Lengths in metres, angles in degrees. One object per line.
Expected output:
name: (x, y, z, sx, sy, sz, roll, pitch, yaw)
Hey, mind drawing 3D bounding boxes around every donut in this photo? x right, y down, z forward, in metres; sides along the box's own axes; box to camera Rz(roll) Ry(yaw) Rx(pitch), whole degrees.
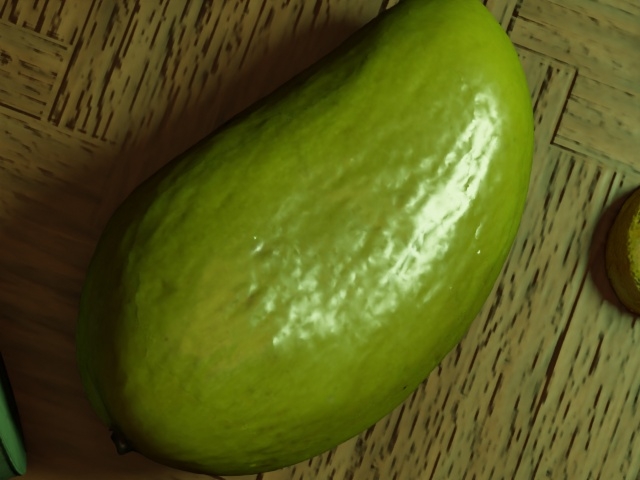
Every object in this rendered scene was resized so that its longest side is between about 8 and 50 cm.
donut: (0.213, 0.007, 1.198, 0.067, 0.038, 0.083, 24, 87, 0)

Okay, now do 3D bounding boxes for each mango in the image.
mango: (0.003, 0.008, 1.131, 0.331, 0.142, 0.195, -36, 95, -8)

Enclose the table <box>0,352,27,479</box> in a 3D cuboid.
table: (-0.210, 0.078, 1.112, 0.043, 0.133, 0.133, -17, 88, -4)
